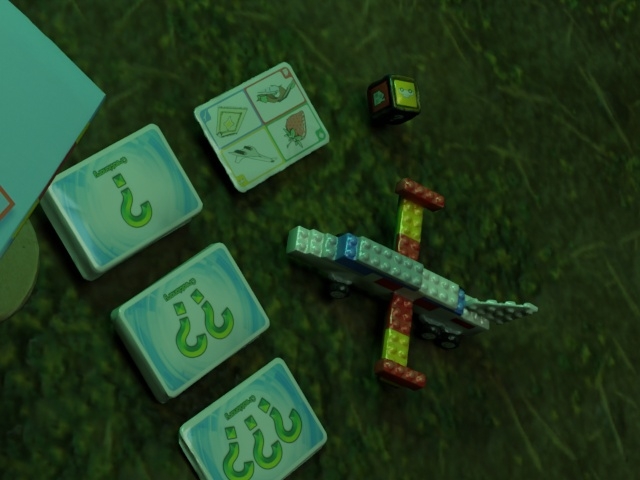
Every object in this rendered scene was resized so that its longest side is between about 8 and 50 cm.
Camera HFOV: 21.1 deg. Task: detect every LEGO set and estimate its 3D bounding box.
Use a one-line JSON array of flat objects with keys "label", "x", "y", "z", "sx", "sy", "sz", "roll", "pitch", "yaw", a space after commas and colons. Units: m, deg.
[{"label": "LEGO set", "x": 0.000, "y": 0.000, "z": 0.858, "sx": 0.244, "sy": 0.060, "sz": 0.182, "roll": -33, "pitch": 95, "yaw": -43}]

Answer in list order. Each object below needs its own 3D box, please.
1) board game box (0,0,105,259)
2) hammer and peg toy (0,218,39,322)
[{"label": "board game box", "x": -0.208, "y": 0.027, "z": 0.464, "sx": 0.144, "sy": 0.142, "sz": 0.275, "roll": 45, "pitch": 55, "yaw": -25}, {"label": "hammer and peg toy", "x": -0.271, "y": -0.102, "z": 0.643, "sx": 0.361, "sy": 0.127, "sz": 0.266, "roll": 29, "pitch": 54, "yaw": -29}]
